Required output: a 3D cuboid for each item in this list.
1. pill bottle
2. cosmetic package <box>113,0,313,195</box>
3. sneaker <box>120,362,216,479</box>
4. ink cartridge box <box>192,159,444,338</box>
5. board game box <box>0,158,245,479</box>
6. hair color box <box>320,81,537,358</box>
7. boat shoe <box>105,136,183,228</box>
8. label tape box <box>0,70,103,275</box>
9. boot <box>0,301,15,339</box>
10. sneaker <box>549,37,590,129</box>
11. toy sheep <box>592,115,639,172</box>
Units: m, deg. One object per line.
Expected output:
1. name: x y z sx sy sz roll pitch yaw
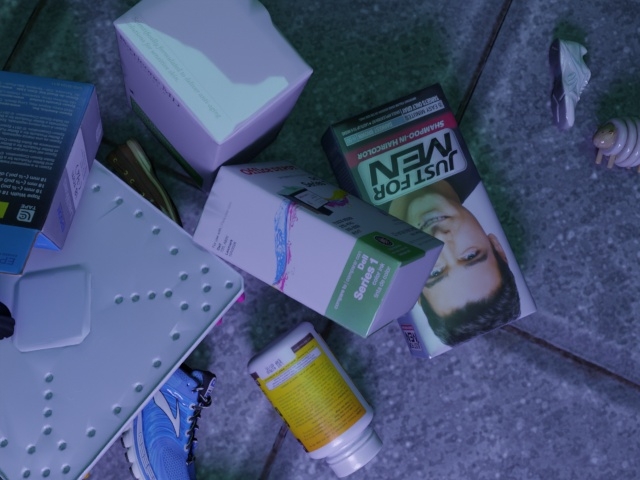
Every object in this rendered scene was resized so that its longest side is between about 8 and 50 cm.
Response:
1. pill bottle: -0.003 0.234 1.264 0.117 0.117 0.215 -36 90 -10
2. cosmetic package: -0.150 -0.204 1.164 0.155 0.365 0.197 -41 90 -11
3. sneaker: -0.210 0.248 1.227 0.147 0.130 0.329 -18 87 -8
4. ink cartridge box: 0.000 0.000 1.176 0.278 0.201 0.117 28 107 18
5. board game box: -0.359 0.100 1.187 0.390 0.050 0.390 36 79 22
6. hair color box: 0.161 -0.028 1.319 0.185 0.113 0.374 -23 88 -10
7. boat shoe: -0.259 -0.067 1.289 0.060 0.064 0.178 -29 82 -5
8. label tape box: -0.447 -0.075 1.128 0.241 0.106 0.333 8 52 -1
9. boot: -0.511 0.029 1.161 0.247 0.094 0.207 -3 71 18
10. sneaker: 0.412 -0.256 1.412 0.061 0.054 0.152 3 83 -11
11. toy sheep: 0.499 -0.158 1.401 0.132 0.091 0.091 6 83 -22
